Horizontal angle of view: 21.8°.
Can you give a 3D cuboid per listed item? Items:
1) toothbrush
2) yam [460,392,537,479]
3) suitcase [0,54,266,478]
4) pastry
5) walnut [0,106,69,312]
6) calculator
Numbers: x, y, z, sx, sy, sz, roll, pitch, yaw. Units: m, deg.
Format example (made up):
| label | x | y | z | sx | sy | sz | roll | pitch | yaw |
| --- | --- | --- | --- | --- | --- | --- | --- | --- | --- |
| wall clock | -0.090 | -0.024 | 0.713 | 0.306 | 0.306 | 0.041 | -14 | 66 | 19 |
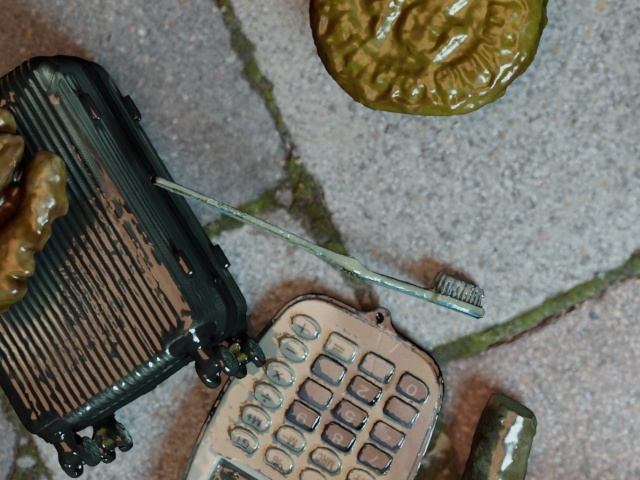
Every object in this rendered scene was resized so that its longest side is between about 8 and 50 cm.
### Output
| label | x | y | z | sx | sy | sz | roll | pitch | yaw |
| --- | --- | --- | --- | --- | --- | --- | --- | --- | --- |
| toothbrush | -0.002 | 0.005 | 1.314 | 0.294 | 0.026 | 0.028 | 19 | 86 | -11 |
| yam | 0.117 | 0.259 | 1.339 | 0.061 | 0.061 | 0.274 | 20 | 98 | 12 |
| suitcase | -0.201 | 0.015 | 1.359 | 0.202 | 0.128 | 0.312 | -34 | 84 | 16 |
| pastry | 0.083 | -0.183 | 1.284 | 0.188 | 0.103 | 0.189 | 1 | 95 | 15 |
| walnut | -0.263 | -0.016 | 1.273 | 0.143 | 0.069 | 0.170 | 42 | 102 | 12 |
| calculator | -0.009 | 0.172 | 1.371 | 0.177 | 0.040 | 0.268 | 31 | 101 | 10 |
